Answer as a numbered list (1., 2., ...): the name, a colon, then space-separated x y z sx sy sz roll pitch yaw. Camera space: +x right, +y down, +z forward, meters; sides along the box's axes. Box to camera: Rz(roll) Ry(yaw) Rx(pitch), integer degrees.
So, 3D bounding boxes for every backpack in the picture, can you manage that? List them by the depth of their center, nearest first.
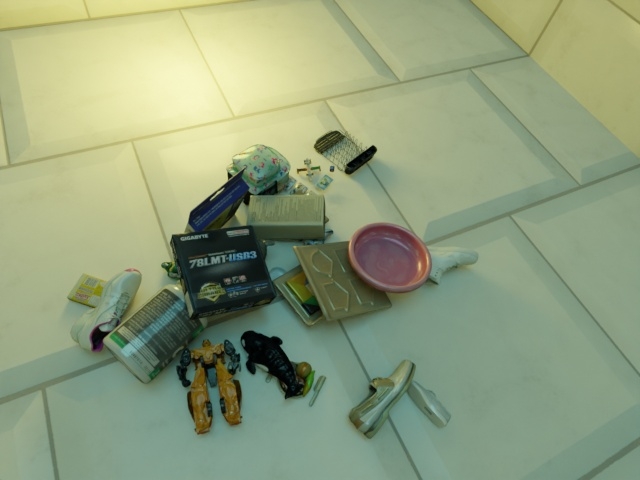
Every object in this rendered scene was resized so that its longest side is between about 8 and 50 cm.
1. backpack: -0.261 -0.303 1.900 0.225 0.191 0.254 42 56 19

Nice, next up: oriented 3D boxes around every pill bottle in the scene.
1. pill bottle: -0.517 0.280 1.464 0.204 0.204 0.361 36 60 14

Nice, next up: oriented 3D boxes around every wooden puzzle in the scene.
1. wooden puzzle: -0.033 0.188 1.671 0.221 0.044 0.238 -29 66 -35
2. wooden puzzle: 0.078 0.153 1.677 0.348 0.080 0.322 -3 55 -39

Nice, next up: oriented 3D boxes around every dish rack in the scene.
1. dish rack: 0.112 -0.447 2.108 0.271 0.074 0.208 41 60 18

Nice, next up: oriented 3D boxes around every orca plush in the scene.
1. orca plush: -0.180 0.406 1.474 0.151 0.102 0.287 -27 60 -12

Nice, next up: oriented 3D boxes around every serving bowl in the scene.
1. serving bowl: -0.168 0.145 1.706 0.083 0.027 0.083 11 52 -14

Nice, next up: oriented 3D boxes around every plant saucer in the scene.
1. plant saucer: 0.267 0.075 1.706 0.332 0.084 0.332 7 51 -8

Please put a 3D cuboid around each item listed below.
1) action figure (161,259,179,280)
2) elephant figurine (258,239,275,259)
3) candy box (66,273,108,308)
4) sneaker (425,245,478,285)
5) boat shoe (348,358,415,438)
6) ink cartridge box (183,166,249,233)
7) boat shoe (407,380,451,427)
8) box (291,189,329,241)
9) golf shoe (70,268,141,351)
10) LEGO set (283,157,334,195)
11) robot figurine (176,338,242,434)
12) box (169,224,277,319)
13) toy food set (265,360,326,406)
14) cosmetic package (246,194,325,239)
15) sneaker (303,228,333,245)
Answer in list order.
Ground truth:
1. action figure: -0.497 0.117 1.661 0.232 0.063 0.137 9 60 2
2. elephant figurine: -0.277 0.123 1.654 0.169 0.186 0.239 16 56 -52
3. candy box: -0.796 0.199 1.578 0.206 0.027 0.105 19 61 3
4. sneaker: 0.508 0.116 1.794 0.293 0.108 0.169 3 58 5
5. boat shoe: 0.215 0.515 1.479 0.103 0.113 0.302 39 61 9
6. ink cartridge box: -0.398 -0.102 1.653 0.072 0.307 0.303 43 54 -3
7. boat shoe: 0.379 0.557 1.509 0.063 0.066 0.184 -27 62 -39
8. box: -0.089 -0.110 1.880 0.164 0.021 0.201 -37 69 -19
9. golf shoe: -0.699 0.240 1.468 0.140 0.115 0.306 27 78 38
10. LEGO set: -0.046 -0.276 2.001 0.182 0.060 0.244 36 71 14
11. robot figurine: -0.359 0.472 1.435 0.211 0.085 0.290 -9 60 -15
12. box: -0.333 0.099 1.487 0.296 0.073 0.293 -7 66 -33
13. toy food set: -0.086 0.476 1.501 0.192 0.038 0.132 25 57 8
14. cosmetic package: -0.136 -0.096 1.788 0.310 0.113 0.160 0 58 5
15. sneaker: 0.000 0.000 1.822 0.135 0.052 0.058 -28 72 -14
